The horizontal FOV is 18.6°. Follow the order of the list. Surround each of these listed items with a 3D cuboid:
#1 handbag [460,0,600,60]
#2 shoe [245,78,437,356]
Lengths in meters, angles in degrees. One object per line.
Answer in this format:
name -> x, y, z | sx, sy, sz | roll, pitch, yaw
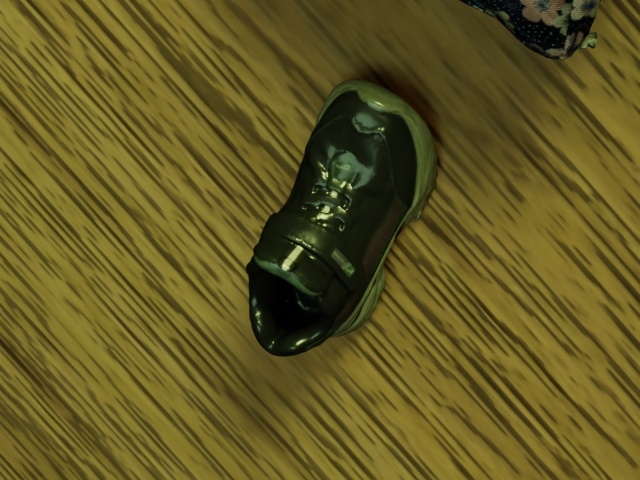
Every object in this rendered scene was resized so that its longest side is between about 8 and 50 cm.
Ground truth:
handbag -> 0.055, -0.208, 0.859 | 0.208, 0.127, 0.228 | 22, 133, 14
shoe -> 0.000, 0.000, 1.021 | 0.071, 0.099, 0.169 | 29, 126, 14
